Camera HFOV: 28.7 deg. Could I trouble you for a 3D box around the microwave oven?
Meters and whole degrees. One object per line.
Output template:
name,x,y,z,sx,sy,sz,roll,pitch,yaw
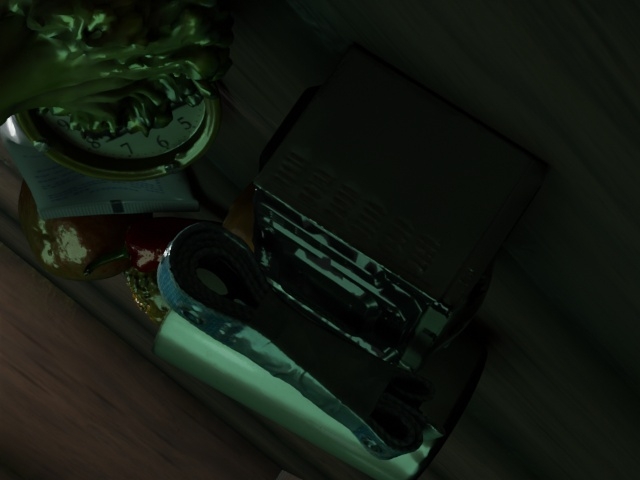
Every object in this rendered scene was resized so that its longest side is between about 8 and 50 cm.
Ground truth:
microwave oven,0.056,-0.006,1.191,0.237,0.181,0.295,32,165,7

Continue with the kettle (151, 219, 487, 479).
kettle,0.010,0.132,1.662,0.376,0.250,0.361,32,-175,3

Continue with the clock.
clock,-0.225,-0.161,1.400,0.237,0.057,0.237,0,140,0

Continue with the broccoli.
broccoli,-0.233,-0.224,1.101,0.324,0.272,0.334,-32,110,31

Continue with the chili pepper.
chili pepper,-0.156,0.042,1.834,0.368,0.137,0.092,17,-174,1

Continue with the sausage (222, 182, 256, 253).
sausage,0.000,0.000,1.426,0.241,0.136,0.120,19,156,34

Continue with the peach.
peach,-0.375,-0.048,1.925,0.232,0.232,0.232,32,164,10

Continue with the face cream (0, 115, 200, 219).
face cream,-0.295,-0.114,1.635,0.234,0.137,0.420,-4,157,-1

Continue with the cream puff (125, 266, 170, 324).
cream puff,-0.231,0.073,2.049,0.189,0.129,0.189,6,132,7

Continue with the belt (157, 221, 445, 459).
belt,-0.016,0.092,1.140,0.302,0.087,0.072,37,152,-7
